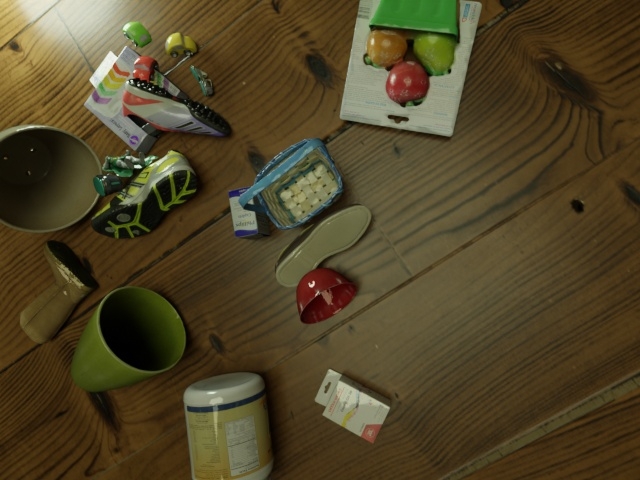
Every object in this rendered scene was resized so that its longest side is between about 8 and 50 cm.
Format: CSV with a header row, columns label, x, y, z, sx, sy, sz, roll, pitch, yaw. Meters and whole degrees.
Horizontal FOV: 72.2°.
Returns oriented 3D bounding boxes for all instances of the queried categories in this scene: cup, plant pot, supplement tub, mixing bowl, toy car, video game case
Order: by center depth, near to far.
label,x,y,z,sx,sy,sz,roll,pitch,yaw
supplement tub,-0.252,0.551,1.224,0.228,0.228,0.316,-8,87,11
mixing bowl,0.001,0.141,1.232,0.181,0.181,0.098,-38,59,8
plant pot,-0.607,0.327,1.308,0.293,0.275,0.274,-37,81,24
cup,-0.897,-0.220,1.371,0.237,0.331,0.331,30,94,36
toy car,-0.540,-0.618,1.372,0.225,0.053,0.239,42,70,11
video game case,-0.715,-0.563,1.455,0.122,0.011,0.087,-50,55,6

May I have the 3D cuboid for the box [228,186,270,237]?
label,x,y,z,sx,sy,sz,roll,pitch,yaw
box,-0.207,-0.077,1.290,0.072,0.126,0.137,-11,85,10

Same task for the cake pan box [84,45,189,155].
label,x,y,z,sx,sy,sz,roll,pitch,yaw
cake pan box,-0.591,-0.447,1.416,0.267,0.070,0.245,42,98,10

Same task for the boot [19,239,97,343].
label,x,y,z,sx,sy,sz,roll,pitch,yaw
boot,-0.901,0.169,1.446,0.269,0.089,0.236,-43,80,8

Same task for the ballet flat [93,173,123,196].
label,x,y,z,sx,sy,sz,roll,pitch,yaw
ballet flat,-0.643,-0.171,1.339,0.203,0.074,0.074,11,90,56

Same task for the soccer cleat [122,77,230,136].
label,x,y,z,sx,sy,sz,roll,pitch,yaw
soccer cleat,-0.435,-0.374,1.332,0.318,0.108,0.116,20,119,-18

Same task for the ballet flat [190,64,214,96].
label,x,y,z,sx,sy,sz,roll,pitch,yaw
ballet flat,-0.371,-0.508,1.390,0.041,0.041,0.114,-31,82,9

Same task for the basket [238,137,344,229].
label,x,y,z,sx,sy,sz,roll,pitch,yaw
basket,-0.070,-0.149,1.181,0.255,0.289,0.201,-35,81,7

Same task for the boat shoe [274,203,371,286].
label,x,y,z,sx,sy,sz,roll,pitch,yaw
boat shoe,0.000,0.000,1.254,0.324,0.096,0.116,-41,117,10

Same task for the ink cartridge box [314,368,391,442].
label,x,y,z,sx,sy,sz,roll,pitch,yaw
ink cartridge box,0.085,0.463,1.239,0.198,0.067,0.115,25,93,12

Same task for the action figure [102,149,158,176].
label,x,y,z,sx,sy,sz,roll,pitch,yaw
action figure,-0.624,-0.245,1.376,0.232,0.137,0.063,9,123,44

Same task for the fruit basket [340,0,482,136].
label,x,y,z,sx,sy,sz,roll,pitch,yaw
fruit basket,0.243,-0.491,1.222,0.327,0.165,0.353,12,106,12

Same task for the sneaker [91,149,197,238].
label,x,y,z,sx,sy,sz,roll,pitch,yaw
sneaker,-0.551,-0.137,1.379,0.385,0.145,0.147,-29,55,10
